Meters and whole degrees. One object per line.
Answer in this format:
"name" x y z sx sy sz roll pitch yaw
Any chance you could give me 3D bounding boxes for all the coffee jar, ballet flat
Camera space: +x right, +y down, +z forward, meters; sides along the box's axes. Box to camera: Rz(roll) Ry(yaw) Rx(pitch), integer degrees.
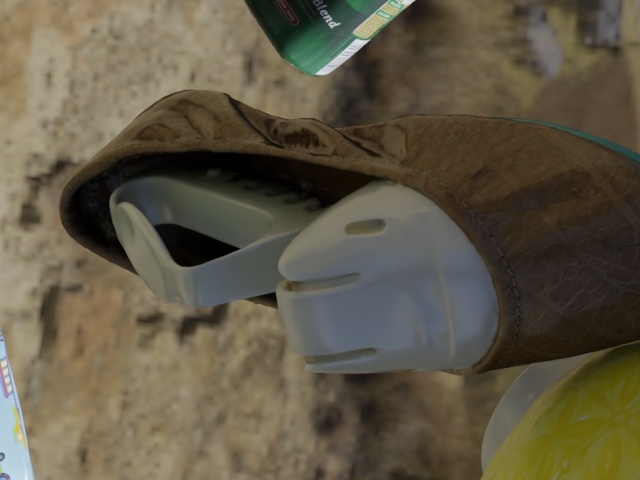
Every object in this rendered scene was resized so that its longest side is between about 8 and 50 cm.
"coffee jar" 0.040 -0.186 1.106 0.096 0.184 0.079 58 20 7
"ballet flat" 0.000 0.000 0.801 0.124 0.342 0.116 -28 120 -35

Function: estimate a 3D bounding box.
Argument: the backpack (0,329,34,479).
"backpack" -0.263 0.115 1.006 0.173 0.117 0.158 -20 111 -42

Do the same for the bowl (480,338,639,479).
"bowl" 0.160 0.124 0.819 0.289 0.156 0.289 -19 133 -22
